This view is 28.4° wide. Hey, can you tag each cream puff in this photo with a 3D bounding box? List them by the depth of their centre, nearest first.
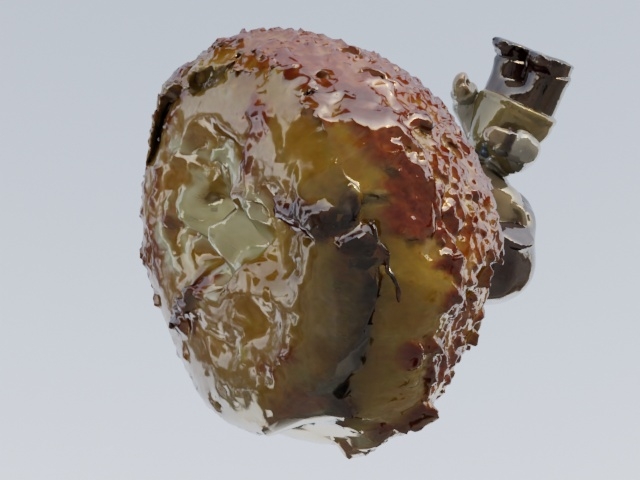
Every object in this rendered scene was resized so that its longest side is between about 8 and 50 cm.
[{"bbox_3d":[0.000,0.000,0.705,0.164,0.240,0.240,1,-48,-37],"label":"cream puff"}]

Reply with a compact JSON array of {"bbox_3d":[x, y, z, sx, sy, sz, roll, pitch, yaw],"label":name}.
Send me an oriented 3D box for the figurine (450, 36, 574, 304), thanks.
[{"bbox_3d":[0.208,-0.074,1.656,0.206,0.218,0.364,-19,-53,-53],"label":"figurine"}]
